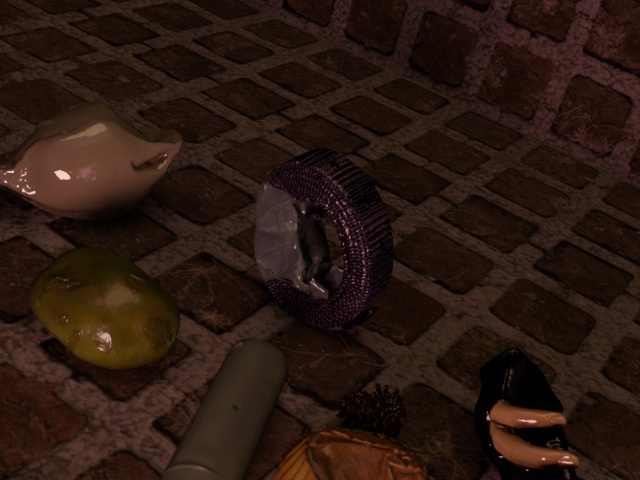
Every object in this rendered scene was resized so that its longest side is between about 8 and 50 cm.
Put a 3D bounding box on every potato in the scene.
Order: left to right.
[{"bbox_3d":[-0.350,0.107,1.464,0.253,0.148,0.186,18,29,4],"label":"potato"}]

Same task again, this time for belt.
[{"bbox_3d":[0.000,0.000,1.632,0.260,0.324,0.122,6,25,35],"label":"belt"}]

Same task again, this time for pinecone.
[{"bbox_3d":[0.082,0.275,1.441,0.110,0.102,0.102,9,32,-5],"label":"pinecone"}]

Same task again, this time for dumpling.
[{"bbox_3d":[-0.487,-0.153,1.818,0.395,0.233,0.315,-18,12,-24],"label":"dumpling"}]

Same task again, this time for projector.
[{"bbox_3d":[-0.139,0.278,1.330,0.108,0.108,0.337,19,31,4],"label":"projector"}]

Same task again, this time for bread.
[{"bbox_3d":[0.054,0.353,1.266,0.240,0.139,0.240,14,32,-9],"label":"bread"}]

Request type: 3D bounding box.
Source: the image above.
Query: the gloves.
[{"bbox_3d":[0.336,0.322,1.431,0.197,0.152,0.301,43,14,-30],"label":"gloves"}]
